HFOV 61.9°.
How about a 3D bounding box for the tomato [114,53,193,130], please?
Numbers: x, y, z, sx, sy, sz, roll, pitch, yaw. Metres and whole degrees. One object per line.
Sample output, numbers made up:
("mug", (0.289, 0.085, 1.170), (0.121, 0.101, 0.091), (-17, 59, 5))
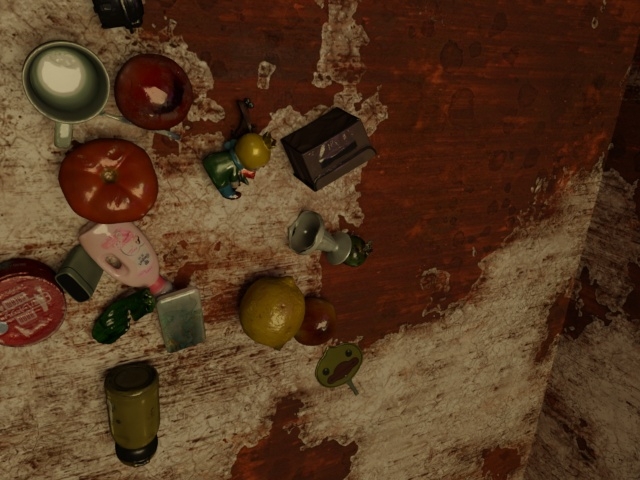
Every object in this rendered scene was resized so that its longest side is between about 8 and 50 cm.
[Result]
("tomato", (-0.453, -0.402, 1.456), (0.208, 0.184, 0.208), (-11, 116, -24))

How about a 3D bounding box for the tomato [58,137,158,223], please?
("tomato", (-0.581, -0.155, 1.477), (0.259, 0.180, 0.260), (4, 77, -17))

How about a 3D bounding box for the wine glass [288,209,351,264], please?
("wine glass", (0.000, 0.000, 1.910), (0.196, 0.165, 0.165), (28, 95, -42))

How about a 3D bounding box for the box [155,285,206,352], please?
("box", (-0.462, 0.267, 1.778), (0.142, 0.044, 0.285), (-19, 139, -23))

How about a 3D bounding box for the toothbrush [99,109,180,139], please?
("toothbrush", (-0.531, -0.337, 1.538), (0.269, 0.027, 0.021), (14, 90, -35))

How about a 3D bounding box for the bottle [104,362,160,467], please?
("bottle", (-0.629, 0.603, 1.800), (0.171, 0.171, 0.351), (-6, 115, -27))

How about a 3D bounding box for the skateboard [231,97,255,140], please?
("skateboard", (-0.243, -0.365, 1.671), (0.080, 0.067, 0.151), (-13, 121, -14))

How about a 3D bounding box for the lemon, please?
("lemon", (-0.164, 0.241, 1.871), (0.228, 0.228, 0.253), (32, 76, -35))

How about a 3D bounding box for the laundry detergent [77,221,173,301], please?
("laundry detergent", (-0.581, 0.062, 1.641), (0.159, 0.088, 0.335), (-40, 125, -12))

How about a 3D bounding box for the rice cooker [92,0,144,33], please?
("rice cooker", (-0.521, -0.627, 1.350), (0.118, 0.142, 0.203), (-16, 118, -9))

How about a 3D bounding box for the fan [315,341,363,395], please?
("fan", (0.099, 0.562, 2.287), (0.229, 0.011, 0.335), (-37, 124, -11))

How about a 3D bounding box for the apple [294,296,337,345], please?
("apple", (-0.024, 0.314, 2.039), (0.173, 0.160, 0.195), (-8, 109, -3))

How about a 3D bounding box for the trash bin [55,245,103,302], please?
("trash bin", (-0.700, 0.097, 1.557), (0.059, 0.130, 0.116), (-19, 124, 12))

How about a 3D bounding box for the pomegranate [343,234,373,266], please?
("pomegranate", (0.138, 0.037, 2.004), (0.122, 0.161, 0.122), (19, 63, -43))

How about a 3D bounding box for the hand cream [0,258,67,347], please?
("hand cream", (-0.842, 0.172, 1.506), (0.230, 0.149, 0.230), (-11, 113, -26))

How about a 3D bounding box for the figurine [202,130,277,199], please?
("figurine", (-0.232, -0.237, 1.667), (0.234, 0.127, 0.185), (-30, 132, -4))

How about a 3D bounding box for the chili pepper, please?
("chili pepper", (-0.614, 0.234, 1.665), (0.253, 0.099, 0.083), (-37, 167, 21))

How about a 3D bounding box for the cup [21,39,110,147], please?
("cup", (-0.643, -0.366, 1.333), (0.186, 0.234, 0.258), (3, 108, -30))

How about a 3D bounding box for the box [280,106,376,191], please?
("box", (0.023, -0.309, 1.771), (0.252, 0.188, 0.153), (-32, 125, -11))
